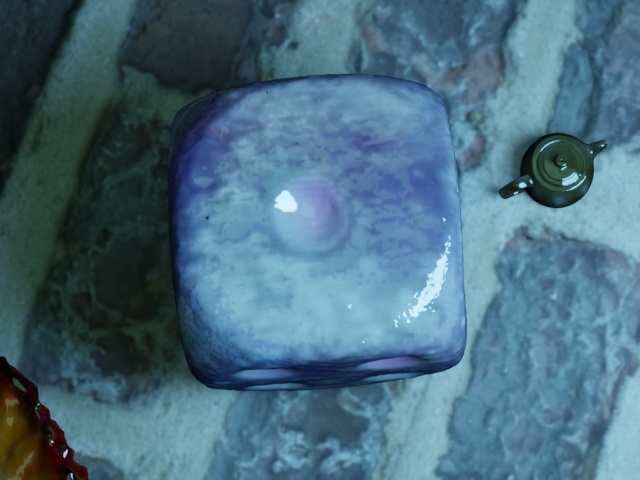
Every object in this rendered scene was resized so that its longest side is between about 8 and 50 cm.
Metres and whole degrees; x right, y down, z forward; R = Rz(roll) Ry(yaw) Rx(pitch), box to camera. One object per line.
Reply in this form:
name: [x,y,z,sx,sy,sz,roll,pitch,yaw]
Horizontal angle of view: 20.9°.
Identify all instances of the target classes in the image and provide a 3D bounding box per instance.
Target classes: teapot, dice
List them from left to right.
dice: [0.000,0.000,1.677,0.270,0.271,0.270,-5,79,2]
teapot: [0.238,-0.072,1.781,0.121,0.068,0.076,-24,80,-2]

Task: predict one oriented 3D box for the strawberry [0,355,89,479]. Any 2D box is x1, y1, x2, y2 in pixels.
strawberry: [-0.337,0.275,1.719,0.265,0.149,0.336,-10,70,8]
